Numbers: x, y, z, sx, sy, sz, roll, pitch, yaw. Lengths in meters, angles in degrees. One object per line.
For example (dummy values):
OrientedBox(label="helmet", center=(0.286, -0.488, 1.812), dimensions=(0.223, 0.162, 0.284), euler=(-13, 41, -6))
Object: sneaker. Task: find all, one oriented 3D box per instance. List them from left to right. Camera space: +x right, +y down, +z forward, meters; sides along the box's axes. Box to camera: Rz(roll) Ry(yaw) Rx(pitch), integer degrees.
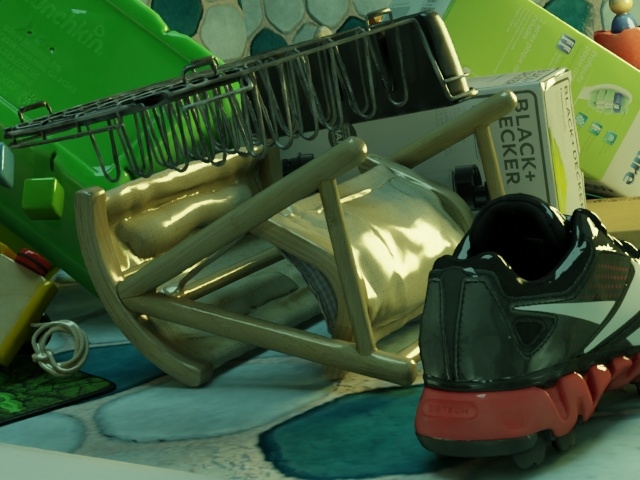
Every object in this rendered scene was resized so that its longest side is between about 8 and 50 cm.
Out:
OrientedBox(label="sneaker", center=(0.149, 0.031, 0.828), dimensions=(0.097, 0.135, 0.276), euler=(-2, 11, 42))

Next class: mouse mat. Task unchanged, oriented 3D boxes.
OrientedBox(label="mouse mat", center=(-0.257, 0.115, 1.060), dimensions=(0.152, 0.007, 0.190), euler=(-15, 11, -32))

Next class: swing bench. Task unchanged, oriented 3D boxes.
OrientedBox(label="swing bench", center=(0.000, 0.000, 1.060), dimensions=(0.255, 0.165, 0.253), euler=(-8, 10, 34))

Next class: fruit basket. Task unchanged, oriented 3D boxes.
OrientedBox(label="fruit basket", center=(-0.260, -0.103, 1.371), dimensions=(0.283, 0.392, 0.392), euler=(-51, 26, -16))

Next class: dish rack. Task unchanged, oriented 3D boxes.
OrientedBox(label="dish rack", center=(-0.058, -0.087, 0.915), dimensions=(0.271, 0.074, 0.208), euler=(-22, 10, -42))

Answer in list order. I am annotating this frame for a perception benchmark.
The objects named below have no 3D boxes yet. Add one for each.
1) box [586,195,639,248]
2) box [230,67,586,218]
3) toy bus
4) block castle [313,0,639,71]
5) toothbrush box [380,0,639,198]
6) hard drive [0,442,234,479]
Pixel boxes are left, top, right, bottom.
OrientedBox(label="box", center=(0.304, -0.018, 1.280), dimensions=(0.201, 0.021, 0.164), euler=(-4, 11, 24))
OrientedBox(label="box", center=(0.078, -0.050, 1.230), dimensions=(0.290, 0.169, 0.087), euler=(-3, 12, 26))
OrientedBox(label="toy bus", center=(-0.278, 0.045, 1.130), dimensions=(0.191, 0.202, 0.104), euler=(-16, -20, 2))
OrientedBox(label="block castle", center=(0.199, -0.212, 1.890), dimensions=(0.303, 0.213, 0.453), euler=(-16, 13, -35))
OrientedBox(label="toothbrush box", center=(0.207, -0.158, 1.455), dimensions=(0.283, 0.122, 0.206), euler=(30, -1, -16))
OrientedBox(label="hard drive", center=(-0.164, 0.157, 0.639), dimensions=(0.353, 0.047, 0.233), euler=(1, 14, 40))
